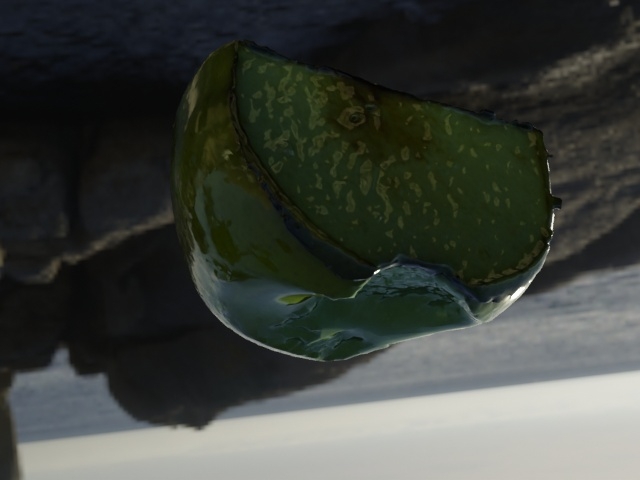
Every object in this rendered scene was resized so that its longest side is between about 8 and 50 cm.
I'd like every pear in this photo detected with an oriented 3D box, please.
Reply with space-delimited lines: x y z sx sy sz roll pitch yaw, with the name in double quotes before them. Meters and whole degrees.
"pear" 0.000 0.000 0.928 0.293 0.159 0.292 0 158 0
